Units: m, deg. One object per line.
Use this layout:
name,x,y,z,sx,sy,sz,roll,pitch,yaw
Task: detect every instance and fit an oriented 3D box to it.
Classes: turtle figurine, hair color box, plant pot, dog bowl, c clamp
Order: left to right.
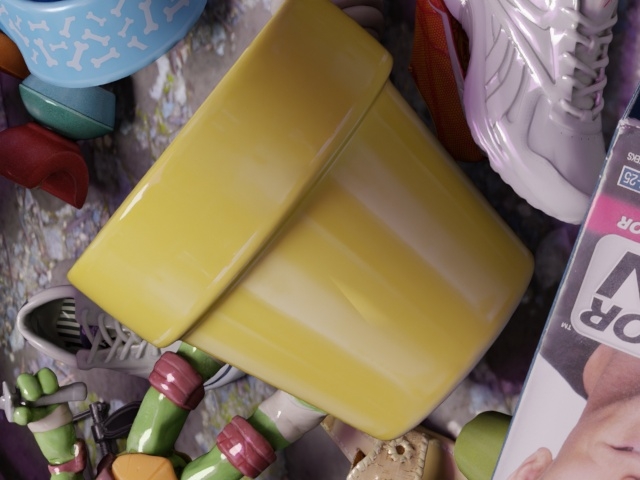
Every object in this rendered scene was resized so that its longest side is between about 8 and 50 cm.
dog bowl,-0.220,-0.231,1.463,0.297,0.166,0.074,32,158,39
c clamp,-0.168,0.210,1.589,0.137,0.022,0.161,-33,71,39
turtle figurine,-0.133,0.160,1.274,0.266,0.274,0.198,-47,36,-1
plant pot,0.000,0.000,1.198,0.239,0.254,0.254,40,131,-6
plant pot,0.133,0.153,1.226,0.079,0.083,0.083,27,116,54
hair color box,0.208,0.099,1.062,0.173,0.105,0.347,20,114,10

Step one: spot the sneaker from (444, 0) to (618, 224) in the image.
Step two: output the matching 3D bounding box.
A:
sneaker,0.149,-0.127,1.154,0.115,0.090,0.232,-25,79,42

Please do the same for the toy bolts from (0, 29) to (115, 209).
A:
toy bolts,-0.278,-0.150,1.536,0.228,0.218,0.158,27,91,25

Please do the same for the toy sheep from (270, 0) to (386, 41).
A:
toy sheep,0.007,-0.162,1.301,0.091,0.091,0.132,-50,62,39

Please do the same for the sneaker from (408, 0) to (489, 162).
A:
sneaker,0.083,-0.138,1.237,0.067,0.064,0.175,-9,89,46

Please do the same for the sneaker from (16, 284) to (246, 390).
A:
sneaker,-0.156,0.082,1.502,0.258,0.091,0.094,-2,95,47

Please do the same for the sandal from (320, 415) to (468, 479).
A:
sandal,0.039,0.162,1.317,0.240,0.079,0.088,46,126,32
